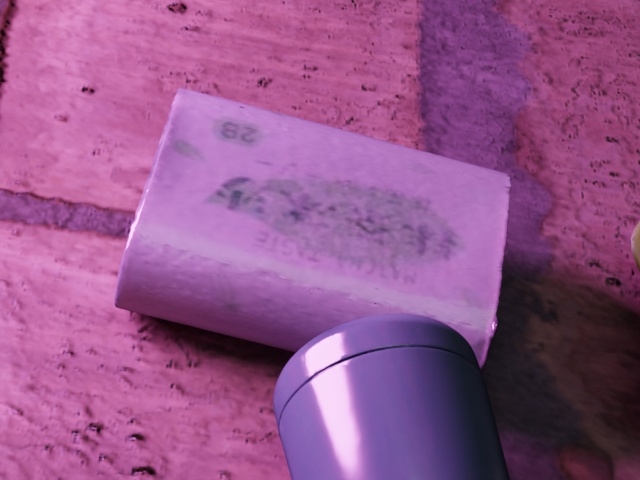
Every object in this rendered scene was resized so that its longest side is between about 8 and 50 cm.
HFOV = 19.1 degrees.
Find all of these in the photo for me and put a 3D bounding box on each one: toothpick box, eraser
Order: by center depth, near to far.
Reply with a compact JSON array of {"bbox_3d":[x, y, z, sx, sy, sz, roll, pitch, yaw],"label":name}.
[{"bbox_3d":[0.046,0.143,1.036,0.120,0.120,0.184,0,49,-16],"label":"toothpick box"},{"bbox_3d":[0.000,0.000,1.193,0.227,0.081,0.174,15,44,-2],"label":"eraser"}]

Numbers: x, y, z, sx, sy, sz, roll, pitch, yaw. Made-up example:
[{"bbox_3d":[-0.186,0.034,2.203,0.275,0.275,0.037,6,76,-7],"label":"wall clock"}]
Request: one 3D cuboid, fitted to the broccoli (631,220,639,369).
[{"bbox_3d":[0.311,0.003,1.194,0.294,0.265,0.245,-35,27,-7],"label":"broccoli"}]
